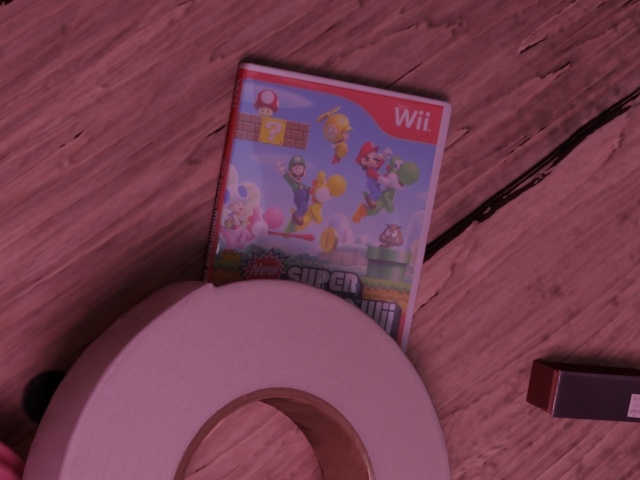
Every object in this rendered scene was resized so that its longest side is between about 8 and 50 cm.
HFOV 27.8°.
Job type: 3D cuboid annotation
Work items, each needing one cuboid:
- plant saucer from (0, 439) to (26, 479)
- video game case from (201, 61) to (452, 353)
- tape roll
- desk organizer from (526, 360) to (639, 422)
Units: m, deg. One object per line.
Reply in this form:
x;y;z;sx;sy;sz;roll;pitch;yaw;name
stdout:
-0.320;0.295;0.950;0.332;0.084;0.332;-26;126;-41;plant saucer
0.000;0.000;1.153;0.204;0.025;0.285;8;95;-23;video game case
-0.053;0.222;1.045;0.392;0.072;0.392;5;82;-37;tape roll
0.273;0.149;1.276;0.130;0.050;0.047;7;96;-23;desk organizer
